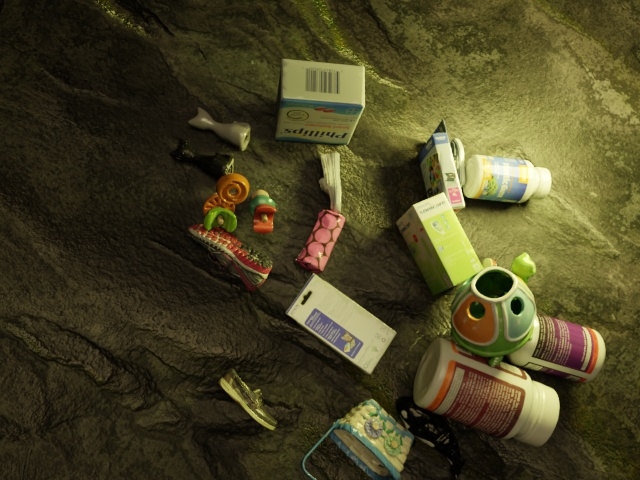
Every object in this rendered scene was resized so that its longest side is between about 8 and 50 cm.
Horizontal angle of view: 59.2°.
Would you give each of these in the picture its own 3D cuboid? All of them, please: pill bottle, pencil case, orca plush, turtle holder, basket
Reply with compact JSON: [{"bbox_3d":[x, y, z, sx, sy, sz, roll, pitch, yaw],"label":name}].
[{"bbox_3d":[0.648,-0.210,1.960,0.271,0.152,0.153,5,75,-6],"label":"pill bottle"},{"bbox_3d":[0.000,0.000,1.849,0.098,0.095,0.210,25,72,-1],"label":"pencil case"},{"bbox_3d":[0.505,0.472,1.733,0.391,0.224,0.224,23,74,-1],"label":"pill bottle"},{"bbox_3d":[0.350,0.604,1.741,0.151,0.102,0.287,-27,81,-13],"label":"orca plush"},{"bbox_3d":[0.538,0.191,1.670,0.320,0.228,0.243,-19,42,-8],"label":"turtle holder"},{"bbox_3d":[0.114,0.628,1.650,0.254,0.201,0.289,41,65,2],"label":"basket"},{"bbox_3d":[0.727,0.336,1.820,0.322,0.181,0.182,17,74,-4],"label":"pill bottle"}]

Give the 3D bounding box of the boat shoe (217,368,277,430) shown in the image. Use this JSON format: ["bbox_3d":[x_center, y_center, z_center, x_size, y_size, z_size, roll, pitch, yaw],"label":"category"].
[{"bbox_3d":[-0.210,0.480,1.705,0.223,0.080,0.073,40,79,7],"label":"boat shoe"}]

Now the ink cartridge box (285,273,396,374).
[{"bbox_3d":[0.063,0.267,1.805,0.332,0.065,0.165,37,74,1],"label":"ink cartridge box"}]

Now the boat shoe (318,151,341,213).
[{"bbox_3d":[0.032,-0.193,1.916,0.075,0.083,0.227,-2,64,2],"label":"boat shoe"}]

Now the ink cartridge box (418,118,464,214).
[{"bbox_3d":[0.401,-0.230,1.912,0.065,0.186,0.312,-6,77,-7],"label":"ink cartridge box"}]

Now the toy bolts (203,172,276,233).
[{"bbox_3d":[-0.250,-0.137,1.799,0.228,0.219,0.159,8,34,-19],"label":"toy bolts"}]

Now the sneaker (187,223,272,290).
[{"bbox_3d":[-0.303,0.047,1.787,0.299,0.121,0.112,33,110,10],"label":"sneaker"}]

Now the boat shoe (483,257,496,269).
[{"bbox_3d":[0.578,0.129,1.922,0.043,0.049,0.137,19,70,-44],"label":"boat shoe"}]

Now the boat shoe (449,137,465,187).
[{"bbox_3d":[0.460,-0.276,1.994,0.083,0.065,0.184,-2,77,-10],"label":"boat shoe"}]

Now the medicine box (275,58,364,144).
[{"bbox_3d":[-0.010,-0.446,1.854,0.263,0.289,0.149,3,74,-7],"label":"medicine box"}]

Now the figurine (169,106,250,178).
[{"bbox_3d":[-0.367,-0.328,1.885,0.209,0.092,0.215,24,73,3],"label":"figurine"}]

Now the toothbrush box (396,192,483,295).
[{"bbox_3d":[0.383,0.017,1.838,0.122,0.206,0.284,-22,81,-13],"label":"toothbrush box"}]
